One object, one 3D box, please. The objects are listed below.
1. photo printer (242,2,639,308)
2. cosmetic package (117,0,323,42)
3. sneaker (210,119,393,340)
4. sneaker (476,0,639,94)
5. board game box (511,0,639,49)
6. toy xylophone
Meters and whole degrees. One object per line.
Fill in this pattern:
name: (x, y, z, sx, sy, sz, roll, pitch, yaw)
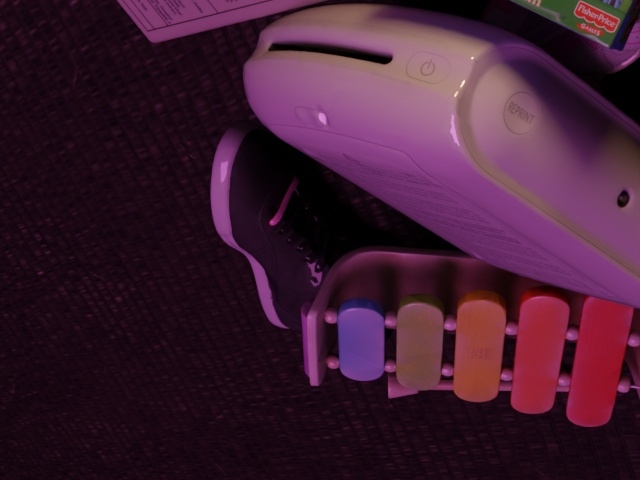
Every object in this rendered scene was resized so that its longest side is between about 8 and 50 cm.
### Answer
photo printer: (0.108, -0.064, 1.045, 0.307, 0.107, 0.256, 29, 173, -36)
cosmetic package: (-0.037, -0.250, 1.033, 0.296, 0.129, 0.153, -3, 132, 46)
sneaker: (0.000, 0.000, 1.377, 0.147, 0.104, 0.295, 15, 150, 26)
sneaker: (0.184, -0.176, 0.964, 0.111, 0.103, 0.252, 31, 157, 3)
board game box: (0.142, -0.236, 0.833, 0.160, 0.039, 0.211, 29, 106, 18)
toy xylophone: (0.147, 0.095, 1.307, 0.323, 0.081, 0.236, -1, 142, 12)
